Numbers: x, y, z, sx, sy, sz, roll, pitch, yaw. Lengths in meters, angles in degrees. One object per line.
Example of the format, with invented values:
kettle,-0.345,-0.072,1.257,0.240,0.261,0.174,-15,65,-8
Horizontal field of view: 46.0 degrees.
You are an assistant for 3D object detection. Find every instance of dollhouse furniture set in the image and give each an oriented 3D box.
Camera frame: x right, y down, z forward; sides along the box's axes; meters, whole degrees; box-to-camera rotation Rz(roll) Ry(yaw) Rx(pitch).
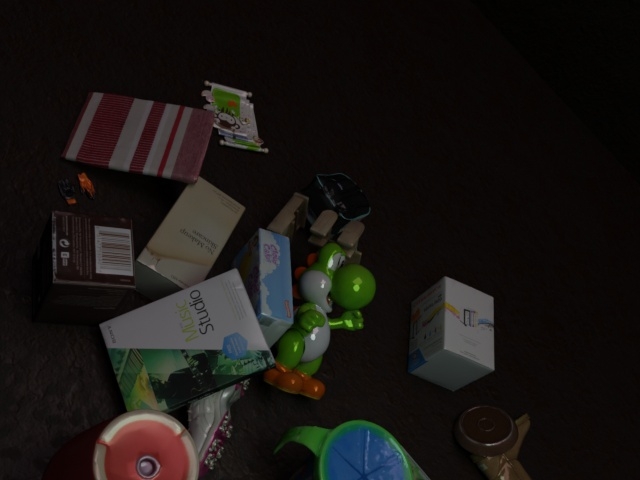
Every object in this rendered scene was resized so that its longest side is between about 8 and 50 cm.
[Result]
dollhouse furniture set,0.000,0.000,1.964,0.242,0.212,0.161,23,45,13

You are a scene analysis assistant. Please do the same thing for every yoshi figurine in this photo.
yoshi figurine,0.017,0.188,1.759,0.203,0.203,0.362,21,81,-14

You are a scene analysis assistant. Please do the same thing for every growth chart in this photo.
growth chart,-0.249,-0.353,2.155,0.172,0.021,0.237,2,59,-32

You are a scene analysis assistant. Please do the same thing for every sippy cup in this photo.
sippy cup,0.044,0.532,1.626,0.240,0.224,0.305,-8,66,-38

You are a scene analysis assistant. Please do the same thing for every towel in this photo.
towel,-0.445,-0.256,1.878,0.329,0.037,0.237,10,53,-1

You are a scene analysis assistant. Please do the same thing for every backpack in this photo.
backpack,0.041,-0.099,2.090,0.166,0.144,0.188,53,37,11

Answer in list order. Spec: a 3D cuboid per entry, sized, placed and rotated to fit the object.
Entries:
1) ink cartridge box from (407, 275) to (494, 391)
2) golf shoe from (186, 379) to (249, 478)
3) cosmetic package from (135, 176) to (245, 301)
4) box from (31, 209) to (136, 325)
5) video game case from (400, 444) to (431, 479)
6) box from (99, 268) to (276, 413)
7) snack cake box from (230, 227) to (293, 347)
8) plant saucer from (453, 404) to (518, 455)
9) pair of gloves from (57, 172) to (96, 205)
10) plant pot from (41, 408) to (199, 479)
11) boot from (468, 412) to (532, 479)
ink cartridge box,0.354,0.254,2.054,0.168,0.171,0.233,24,50,-19
golf shoe,-0.251,0.362,1.640,0.140,0.115,0.306,13,54,8
cosmetic package,-0.321,0.006,1.807,0.160,0.113,0.309,33,47,-11
box,-0.500,0.064,1.585,0.167,0.203,0.168,6,58,-31
video game case,0.207,0.630,1.807,0.212,0.023,0.193,49,47,3
box,-0.284,0.224,1.610,0.322,0.058,0.232,-23,70,-5
snack cake box,-0.142,0.121,1.792,0.089,0.152,0.264,20,41,-25
plant saucer,0.433,0.490,1.979,0.168,0.029,0.168,-5,35,4
pair of gloves,-0.577,-0.121,1.788,0.083,0.010,0.074,-22,76,-38
plant pot,-0.358,0.444,1.402,0.275,0.243,0.275,17,54,-24
boot,0.539,0.626,1.995,0.236,0.089,0.269,-29,78,-29
